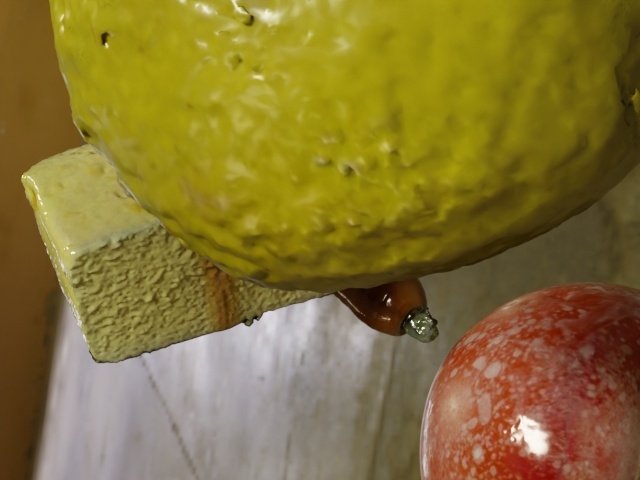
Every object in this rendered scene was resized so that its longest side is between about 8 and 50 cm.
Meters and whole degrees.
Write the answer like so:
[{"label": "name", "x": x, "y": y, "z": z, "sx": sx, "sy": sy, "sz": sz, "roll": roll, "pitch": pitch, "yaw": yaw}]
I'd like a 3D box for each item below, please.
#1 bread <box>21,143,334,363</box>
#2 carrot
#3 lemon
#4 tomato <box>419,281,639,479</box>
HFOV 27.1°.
[{"label": "bread", "x": -0.121, "y": -0.019, "z": 1.155, "sx": 0.178, "sy": 0.240, "sz": 0.135, "roll": -129, "pitch": 28, "yaw": -47}, {"label": "carrot", "x": 0.000, "y": 0.000, "z": 1.322, "sx": 0.336, "sy": 0.069, "sz": 0.069, "roll": 40, "pitch": 126, "yaw": 33}, {"label": "lemon", "x": 0.028, "y": -0.114, "z": 0.607, "sx": 0.268, "sy": 0.321, "sz": 0.268, "roll": -21, "pitch": -90, "yaw": -77}, {"label": "tomato", "x": 0.200, "y": 0.162, "z": 1.045, "sx": 0.227, "sy": 0.270, "sz": 0.270, "roll": 6, "pitch": 87, "yaw": 54}]
